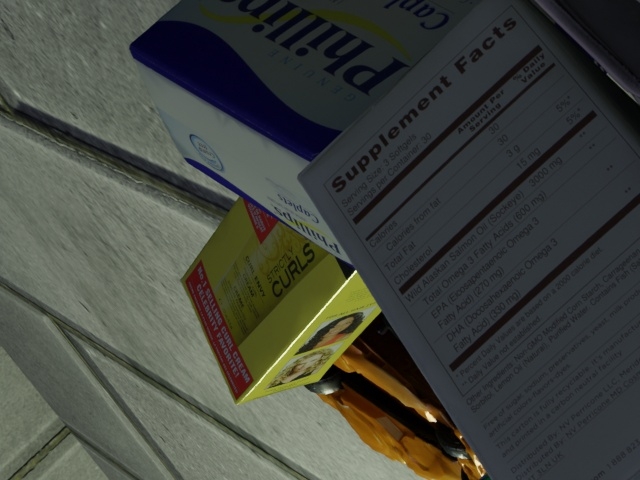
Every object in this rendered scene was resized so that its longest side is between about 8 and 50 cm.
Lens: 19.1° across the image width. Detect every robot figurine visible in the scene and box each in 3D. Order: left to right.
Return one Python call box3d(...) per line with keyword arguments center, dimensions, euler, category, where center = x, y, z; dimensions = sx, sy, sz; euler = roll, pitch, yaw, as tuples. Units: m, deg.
box3d(center=(0.062, 0.075, 1.097), dimensions=(0.291, 0.085, 0.211), euler=(30, 157, 46), category="robot figurine")

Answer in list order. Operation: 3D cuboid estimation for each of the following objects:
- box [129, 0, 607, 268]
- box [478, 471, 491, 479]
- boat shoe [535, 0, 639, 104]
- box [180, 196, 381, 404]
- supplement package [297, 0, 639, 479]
box3d(center=(0.019, -0.073, 0.756), dimensions=(0.126, 0.137, 0.072), euler=(32, 158, 40), category="box")
box3d(center=(0.241, 0.199, 0.792), dimensions=(0.290, 0.177, 0.279), euler=(32, 160, 40), category="box")
box3d(center=(0.106, -0.087, 0.559), dimensions=(0.335, 0.112, 0.095), euler=(47, 160, -15), category="boat shoe")
box3d(center=(0.000, 0.000, 0.965), dimensions=(0.087, 0.058, 0.232), euler=(66, 151, 15), category="box")
box3d(center=(0.091, 0.019, 0.634), dimensions=(0.105, 0.105, 0.179), euler=(32, -161, -47), category="supplement package")
